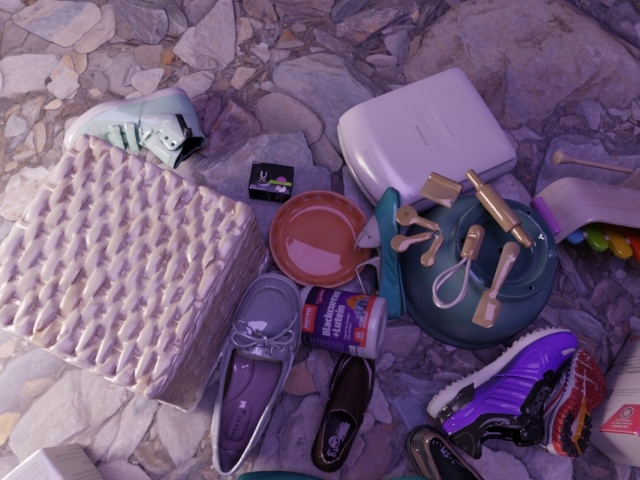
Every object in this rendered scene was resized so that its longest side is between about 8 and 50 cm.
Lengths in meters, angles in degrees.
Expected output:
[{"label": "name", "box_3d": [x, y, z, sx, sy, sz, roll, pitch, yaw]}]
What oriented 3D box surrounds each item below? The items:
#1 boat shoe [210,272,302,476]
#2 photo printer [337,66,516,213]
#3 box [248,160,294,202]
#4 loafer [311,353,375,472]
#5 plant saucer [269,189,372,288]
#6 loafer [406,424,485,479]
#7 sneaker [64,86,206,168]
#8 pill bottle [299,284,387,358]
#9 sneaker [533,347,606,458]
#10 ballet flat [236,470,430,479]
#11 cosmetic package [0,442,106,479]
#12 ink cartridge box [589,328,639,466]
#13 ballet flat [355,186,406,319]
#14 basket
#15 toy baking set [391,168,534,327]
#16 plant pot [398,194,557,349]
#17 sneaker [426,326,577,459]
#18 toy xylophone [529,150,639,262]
[{"label": "boat shoe", "box_3d": [-0.106, 0.211, 0.824, 0.118, 0.103, 0.320, 19, 98, -7]}, {"label": "photo printer", "box_3d": [0.202, -0.193, 1.049, 0.307, 0.107, 0.256, -23, 75, -13]}, {"label": "box", "box_3d": [-0.097, -0.114, 1.023, 0.083, 0.052, 0.062, 7, 72, -2]}, {"label": "loafer", "box_3d": [0.048, 0.288, 0.888, 0.080, 0.078, 0.220, 17, 71, 0]}, {"label": "plant saucer", "box_3d": [0.000, 0.000, 1.003, 0.200, 0.037, 0.200, 2, 72, -5]}, {"label": "loafer", "box_3d": [0.245, 0.429, 0.857, 0.096, 0.084, 0.267, -37, 79, -16]}, {"label": "sneaker", "box_3d": [-0.351, -0.194, 0.999, 0.256, 0.094, 0.151, -26, 70, -16]}, {"label": "pill bottle", "box_3d": [0.013, 0.137, 0.906, 0.193, 0.108, 0.108, 8, 70, 16]}, {"label": "sneaker", "box_3d": [0.435, 0.280, 0.926, 0.088, 0.093, 0.225, 51, 56, -7]}, {"label": "ballet flat", "box_3d": [0.026, 0.448, 0.829, 0.342, 0.116, 0.124, 4, 96, -8]}, {"label": "cosmetic package", "box_3d": [-0.394, 0.424, 0.762, 0.151, 0.151, 0.184, -40, 78, -16]}, {"label": "ink cartridge box", "box_3d": [0.581, 0.266, 0.898, 0.100, 0.172, 0.237, 40, 72, 6]}, {"label": "ballet flat", "box_3d": [0.107, 0.028, 0.943, 0.087, 0.083, 0.247, -5, 98, -7]}, {"label": "basket", "box_3d": [-0.290, 0.059, 0.837, 0.328, 0.266, 0.331, 24, 69, 4]}, {"label": "toy baking set", "box_3d": [0.229, 0.004, 0.826, 0.197, 0.030, 0.256, -35, 68, -4]}, {"label": "plant pot", "box_3d": [0.298, 0.039, 0.935, 0.293, 0.196, 0.293, 2, 72, -6]}, {"label": "sneaker", "box_3d": [0.344, 0.272, 0.887, 0.293, 0.102, 0.146, -30, 49, -7]}, {"label": "toy xylophone", "box_3d": [0.568, -0.061, 1.015, 0.322, 0.081, 0.236, 14, 44, -11]}]
